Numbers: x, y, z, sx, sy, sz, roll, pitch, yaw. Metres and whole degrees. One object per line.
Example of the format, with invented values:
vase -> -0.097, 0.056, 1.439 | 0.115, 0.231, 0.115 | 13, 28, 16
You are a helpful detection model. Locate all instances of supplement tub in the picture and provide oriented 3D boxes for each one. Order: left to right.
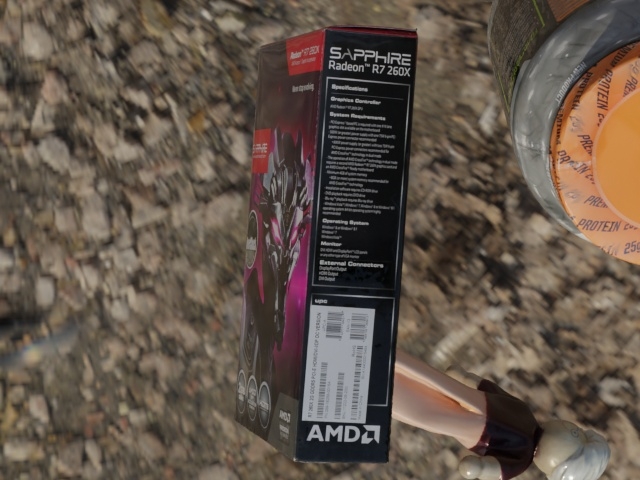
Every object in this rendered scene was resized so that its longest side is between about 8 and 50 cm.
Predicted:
supplement tub -> 0.226, -0.113, 1.173 | 0.193, 0.316, 0.194 | 1, 114, 1

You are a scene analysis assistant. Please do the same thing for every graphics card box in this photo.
graphics card box -> 0.000, 0.000, 1.453 | 0.094, 0.233, 0.371 | 2, 93, -17

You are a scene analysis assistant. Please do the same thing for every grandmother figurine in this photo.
grandmother figurine -> 0.189, 0.214, 1.936 | 0.342, 0.208, 0.104 | 22, 129, -11
